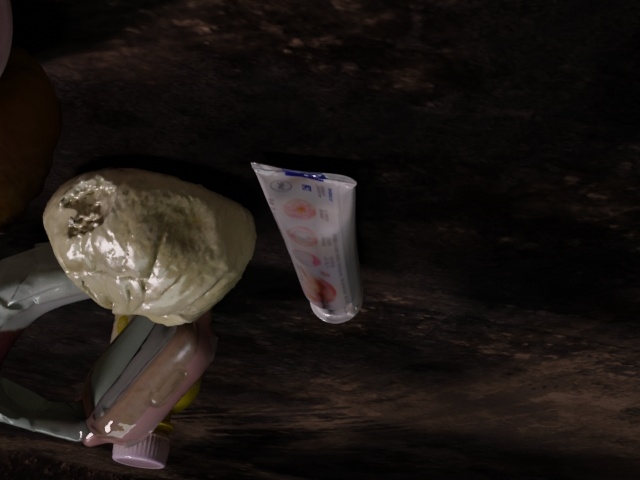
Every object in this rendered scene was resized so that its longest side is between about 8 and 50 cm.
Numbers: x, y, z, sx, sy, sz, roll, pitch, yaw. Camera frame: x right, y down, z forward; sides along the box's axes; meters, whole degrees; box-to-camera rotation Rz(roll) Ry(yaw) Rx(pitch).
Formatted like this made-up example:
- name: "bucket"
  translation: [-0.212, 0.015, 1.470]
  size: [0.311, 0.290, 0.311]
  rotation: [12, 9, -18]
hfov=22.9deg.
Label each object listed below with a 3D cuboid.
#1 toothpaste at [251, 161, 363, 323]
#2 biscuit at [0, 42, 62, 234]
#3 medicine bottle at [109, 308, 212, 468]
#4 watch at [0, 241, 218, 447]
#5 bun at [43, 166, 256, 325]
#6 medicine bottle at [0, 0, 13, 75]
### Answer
- name: "toothpaste"
  translation: [0.000, 0.000, 1.593]
  size: [0.100, 0.066, 0.323]
  rotation: [10, 158, 11]
- name: "biscuit"
  translation: [-0.338, -0.052, 1.243]
  size: [0.296, 0.296, 0.102]
  rotation: [-7, 130, 41]
- name: "medicine bottle"
  translation: [-0.209, 0.173, 1.966]
  size: [0.122, 0.212, 0.122]
  rotation: [8, 162, 2]
- name: "watch"
  translation: [-0.276, 0.105, 1.795]
  size: [0.241, 0.253, 0.162]
  rotation: [38, -174, -24]
- name: "bun"
  translation: [-0.177, 0.014, 1.592]
  size: [0.220, 0.134, 0.220]
  rotation: [7, 163, 2]
- name: "medicine bottle"
  translation: [-0.360, -0.148, 1.150]
  size: [0.254, 0.152, 0.152]
  rotation: [-7, 157, 39]
